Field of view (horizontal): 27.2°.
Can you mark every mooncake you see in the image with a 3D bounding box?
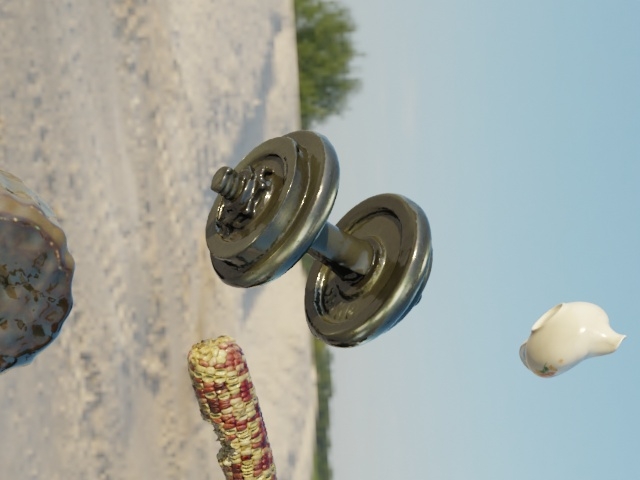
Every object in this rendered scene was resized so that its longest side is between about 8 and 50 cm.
[{"bbox_3d":[-0.479,0.050,1.804,0.161,0.290,0.290,-139,-139,-59],"label":"mooncake"}]

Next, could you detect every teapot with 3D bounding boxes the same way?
[{"bbox_3d":[0.376,0.155,2.059,0.092,0.145,0.226,52,-30,-1],"label":"teapot"}]

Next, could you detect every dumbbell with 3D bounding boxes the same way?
[{"bbox_3d":[0.000,0.000,1.420,0.290,0.192,0.192,32,39,-31],"label":"dumbbell"}]

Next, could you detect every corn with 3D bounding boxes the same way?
[{"bbox_3d":[-0.135,0.290,2.081,0.098,0.098,0.290,-97,173,-79],"label":"corn"}]
